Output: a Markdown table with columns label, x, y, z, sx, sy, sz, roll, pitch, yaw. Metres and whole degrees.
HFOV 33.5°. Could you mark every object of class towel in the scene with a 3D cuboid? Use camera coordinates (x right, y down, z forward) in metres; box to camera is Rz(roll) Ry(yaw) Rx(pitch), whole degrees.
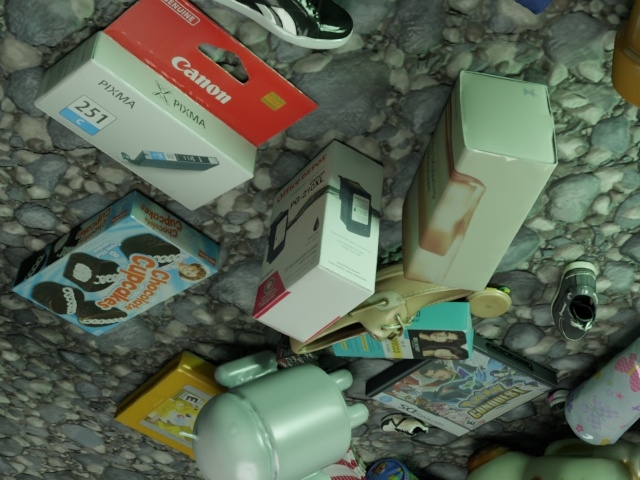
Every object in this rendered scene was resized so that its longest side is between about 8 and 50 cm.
| label | x | y | z | sx | sy | sz | roll | pitch | yaw |
| --- | --- | --- | --- | --- | --- | --- | --- | --- | --- |
| towel | -0.022 | 0.503 | 2.349 | 0.237 | 0.037 | 0.329 | -8 | 141 | 17 |

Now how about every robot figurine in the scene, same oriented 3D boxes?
| label | x | y | z | sx | sy | sz | roll | pitch | yaw |
| --- | --- | --- | --- | --- | --- | --- | --- | --- | --- |
| robot figurine | -0.086 | 0.350 | 1.948 | 0.353 | 0.300 | 0.200 | -17 | 163 | -32 |

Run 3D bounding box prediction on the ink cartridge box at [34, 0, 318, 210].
| label | x | y | z | sx | sy | sz | roll | pitch | yaw |
| --- | --- | --- | --- | --- | --- | --- | --- | --- | --- |
| ink cartridge box | -0.196 | -0.184 | 1.464 | 0.261 | 0.066 | 0.296 | -27 | 132 | 35 |

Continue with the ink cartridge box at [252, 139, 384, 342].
| label | x | y | z | sx | sy | sz | roll | pitch | yaw |
| --- | --- | --- | --- | --- | --- | --- | --- | --- | --- |
| ink cartridge box | 0.000 | 0.000 | 1.541 | 0.100 | 0.237 | 0.172 | 28 | 137 | -23 |

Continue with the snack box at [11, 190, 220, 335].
| label | x | y | z | sx | sy | sz | roll | pitch | yaw |
| --- | --- | --- | --- | --- | --- | --- | --- | --- | --- |
| snack box | -0.343 | 0.047 | 1.777 | 0.322 | 0.060 | 0.187 | -28 | 132 | 34 |

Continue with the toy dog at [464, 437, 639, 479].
| label | x | y | z | sx | sy | sz | roll | pitch | yaw |
| --- | --- | --- | --- | --- | --- | --- | --- | --- | --- |
| toy dog | 0.468 | 0.540 | 2.119 | 0.395 | 0.285 | 0.408 | -5 | 177 | -40 |

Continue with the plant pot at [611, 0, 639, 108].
| label | x | y | z | sx | sy | sz | roll | pitch | yaw |
| --- | --- | --- | --- | --- | --- | --- | --- | --- | --- |
| plant pot | 0.440 | -0.266 | 1.208 | 0.205 | 0.205 | 0.188 | -2 | 126 | 8 |

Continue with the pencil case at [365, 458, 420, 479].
| label | x | y | z | sx | sy | sz | roll | pitch | yaw |
| --- | --- | --- | --- | --- | --- | --- | --- | --- | --- |
| pencil case | 0.234 | 0.593 | 2.366 | 0.306 | 0.119 | 0.133 | 34 | 162 | -33 |

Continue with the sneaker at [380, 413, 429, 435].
| label | x | y | z | sx | sy | sz | roll | pitch | yaw |
| --- | --- | --- | --- | --- | --- | --- | --- | --- | --- |
| sneaker | 0.172 | 0.377 | 2.162 | 0.109 | 0.044 | 0.040 | -15 | 140 | 26 |

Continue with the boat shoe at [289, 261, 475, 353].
| label | x | y | z | sx | sy | sz | roll | pitch | yaw |
| --- | --- | --- | --- | --- | --- | --- | --- | --- | --- |
| boat shoe | 0.105 | 0.114 | 1.752 | 0.341 | 0.110 | 0.121 | -15 | 158 | 23 |

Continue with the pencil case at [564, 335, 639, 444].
| label | x | y | z | sx | sy | sz | roll | pitch | yaw |
| --- | --- | --- | --- | --- | --- | --- | --- | --- | --- |
| pencil case | 0.558 | 0.269 | 1.924 | 0.124 | 0.113 | 0.273 | 44 | 139 | 7 |

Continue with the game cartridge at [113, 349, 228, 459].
| label | x | y | z | sx | sy | sz | roll | pitch | yaw |
| --- | --- | --- | --- | --- | --- | --- | --- | --- | --- |
| game cartridge | -0.215 | 0.366 | 2.151 | 0.323 | 0.053 | 0.285 | 32 | 135 | -19 |

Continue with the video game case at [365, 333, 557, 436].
| label | x | y | z | sx | sy | sz | roll | pitch | yaw |
| --- | --- | --- | --- | --- | --- | --- | --- | --- | --- |
| video game case | 0.265 | 0.276 | 2.030 | 0.248 | 0.035 | 0.275 | 27 | 137 | -26 |

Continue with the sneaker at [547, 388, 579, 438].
| label | x | y | z | sx | sy | sz | roll | pitch | yaw |
| --- | --- | --- | --- | --- | --- | --- | --- | --- | --- |
| sneaker | 0.517 | 0.356 | 2.073 | 0.178 | 0.077 | 0.072 | 19 | 141 | -19 |

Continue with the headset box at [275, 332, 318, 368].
| label | x | y | z | sx | sy | sz | roll | pitch | yaw |
| --- | --- | --- | --- | --- | --- | --- | --- | --- | --- |
| headset box | -0.044 | 0.192 | 1.932 | 0.083 | 0.062 | 0.032 | -18 | 136 | 27 |

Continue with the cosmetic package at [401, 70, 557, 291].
| label | x | y | z | sx | sy | sz | roll | pitch | yaw |
| --- | --- | --- | --- | --- | --- | --- | --- | --- | --- |
| cosmetic package | 0.213 | -0.076 | 1.493 | 0.129 | 0.153 | 0.296 | 10 | 141 | -8 |

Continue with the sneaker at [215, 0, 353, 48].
| label | x | y | z | sx | sy | sz | roll | pitch | yaw |
| --- | --- | --- | --- | --- | --- | --- | --- | --- | --- |
| sneaker | -0.041 | -0.314 | 1.270 | 0.216 | 0.079 | 0.121 | 20 | 141 | -16 |

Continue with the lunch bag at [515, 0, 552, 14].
| label | x | y | z | sx | sy | sz | roll | pitch | yaw |
| --- | --- | --- | --- | --- | --- | --- | --- | --- | --- |
| lunch bag | 0.254 | -0.322 | 1.240 | 0.065 | 0.067 | 0.098 | 22 | 138 | -22 |

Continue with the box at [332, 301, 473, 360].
| label | x | y | z | sx | sy | sz | roll | pitch | yaw |
| --- | --- | --- | --- | --- | --- | --- | --- | --- | --- |
| box | 0.140 | 0.156 | 1.852 | 0.244 | 0.060 | 0.100 | 0 | 142 | 14 |

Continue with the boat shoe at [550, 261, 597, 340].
| label | x | y | z | sx | sy | sz | roll | pitch | yaw |
| --- | --- | --- | --- | --- | --- | --- | --- | --- | --- |
| boat shoe | 0.429 | 0.120 | 1.788 | 0.075 | 0.065 | 0.206 | -1 | 142 | 7 |

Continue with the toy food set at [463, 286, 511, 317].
| label | x | y | z | sx | sy | sz | roll | pitch | yaw |
| --- | --- | --- | --- | --- | --- | --- | --- | --- | --- |
| toy food set | 0.287 | 0.106 | 1.822 | 0.082 | 0.020 | 0.083 | 6 | 142 | -3 |
